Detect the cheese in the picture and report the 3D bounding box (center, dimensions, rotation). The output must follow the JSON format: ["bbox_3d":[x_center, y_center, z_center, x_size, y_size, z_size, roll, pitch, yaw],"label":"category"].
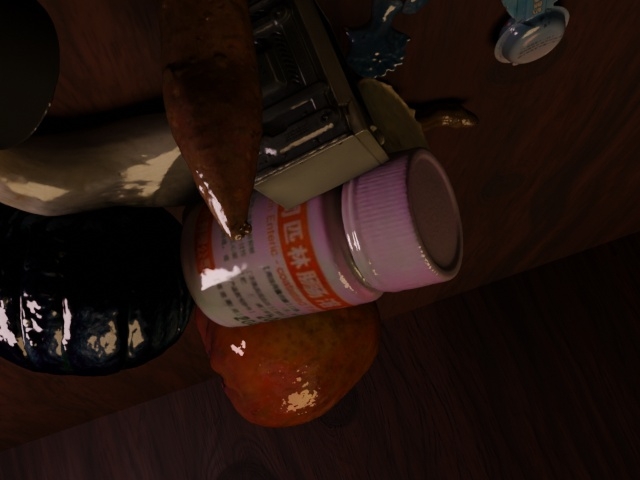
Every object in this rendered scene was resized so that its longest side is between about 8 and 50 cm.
[{"bbox_3d":[0.349,-0.356,1.329,0.135,0.052,0.244,-24,161,3],"label":"cheese"}]

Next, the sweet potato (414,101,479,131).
[{"bbox_3d":[0.218,-0.234,1.534,0.182,0.054,0.053,-12,-167,-31],"label":"sweet potato"}]

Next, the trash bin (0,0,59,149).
[{"bbox_3d":[-0.420,-0.189,0.735,0.214,0.214,0.334,-30,165,27],"label":"trash bin"}]

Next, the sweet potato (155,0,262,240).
[{"bbox_3d":[-0.127,-0.162,0.960,0.131,0.336,0.131,-6,173,-1],"label":"sweet potato"}]

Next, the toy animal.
[{"bbox_3d":[0.120,-0.327,0.988,0.255,0.176,0.239,-27,-164,10],"label":"toy animal"}]

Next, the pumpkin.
[{"bbox_3d":[-0.374,0.063,1.288,0.363,0.266,0.363,5,-165,-1],"label":"pumpkin"}]

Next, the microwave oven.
[{"bbox_3d":[-0.045,-0.190,1.078,0.194,0.240,0.145,-24,162,10],"label":"microwave oven"}]

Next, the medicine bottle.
[{"bbox_3d":[0.000,0.000,1.219,0.388,0.219,0.219,-12,167,28],"label":"medicine bottle"}]

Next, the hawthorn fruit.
[{"bbox_3d":[-0.066,0.229,1.974,0.472,0.471,0.472,-19,162,-6],"label":"hawthorn fruit"}]

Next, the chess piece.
[{"bbox_3d":[-0.035,-0.087,1.444,0.442,0.234,0.234,-28,160,31],"label":"chess piece"}]

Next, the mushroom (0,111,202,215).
[{"bbox_3d":[-0.350,-0.114,1.160,0.397,0.126,0.177,-10,148,-28],"label":"mushroom"}]
